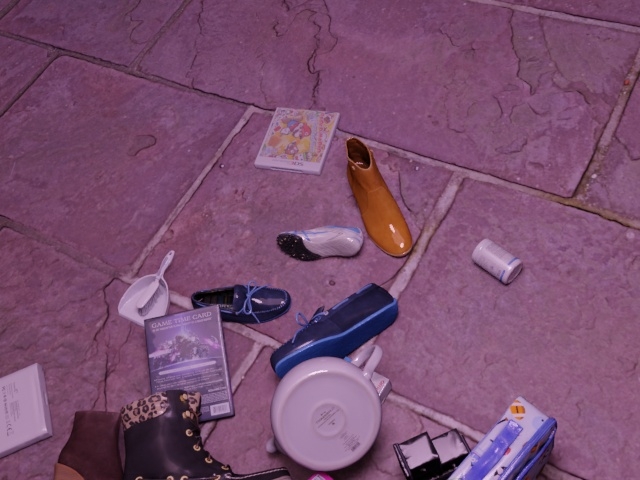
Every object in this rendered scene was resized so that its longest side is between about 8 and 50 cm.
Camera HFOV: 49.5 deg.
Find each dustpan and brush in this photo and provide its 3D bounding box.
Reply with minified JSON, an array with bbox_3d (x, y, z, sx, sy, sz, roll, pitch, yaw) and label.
[{"bbox_3d":[-0.445,0.124,1.865,0.147,0.060,0.211,20,65,23],"label":"dustpan and brush"}]

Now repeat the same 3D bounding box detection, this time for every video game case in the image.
[{"bbox_3d":[-0.323,0.308,1.698,0.196,0.026,0.274,-12,72,5],"label":"video game case"},{"bbox_3d":[-0.068,-0.300,2.071,0.206,0.026,0.227,9,60,18],"label":"video game case"}]

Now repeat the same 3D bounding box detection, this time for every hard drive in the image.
[{"bbox_3d":[-0.841,0.461,1.753,0.308,0.040,0.203,-23,56,-2],"label":"hard drive"}]

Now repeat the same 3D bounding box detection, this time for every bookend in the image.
[{"bbox_3d":[0.242,0.447,1.445,0.157,0.156,0.072,-23,56,-3],"label":"bookend"}]

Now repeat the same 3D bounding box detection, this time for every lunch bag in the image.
[{"bbox_3d":[0.341,0.461,1.360,0.115,0.243,0.303,35,70,29],"label":"lunch bag"}]

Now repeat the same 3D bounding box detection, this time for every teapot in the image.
[{"bbox_3d":[0.011,0.356,1.503,0.256,0.187,0.252,0,94,-5],"label":"teapot"}]

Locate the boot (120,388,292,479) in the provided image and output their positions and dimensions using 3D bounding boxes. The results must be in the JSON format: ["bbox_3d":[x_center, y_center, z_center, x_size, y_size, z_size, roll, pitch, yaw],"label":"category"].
[{"bbox_3d":[-0.267,0.472,1.537,0.378,0.138,0.284,-12,56,-5],"label":"boot"}]

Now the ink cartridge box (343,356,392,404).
[{"bbox_3d":[0.091,0.339,1.610,0.122,0.052,0.088,24,67,24],"label":"ink cartridge box"}]

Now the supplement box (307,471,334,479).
[{"bbox_3d":[-0.037,0.586,1.393,0.114,0.111,0.220,32,39,29],"label":"supplement box"}]

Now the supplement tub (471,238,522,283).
[{"bbox_3d":[0.434,0.051,1.705,0.071,0.071,0.107,-42,59,-14],"label":"supplement tub"}]

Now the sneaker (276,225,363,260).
[{"bbox_3d":[0.000,0.000,1.840,0.237,0.085,0.086,0,32,17],"label":"sneaker"}]

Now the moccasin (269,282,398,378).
[{"bbox_3d":[0.025,0.218,1.675,0.342,0.137,0.117,-24,50,-20],"label":"moccasin"}]

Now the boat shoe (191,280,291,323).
[{"bbox_3d":[-0.207,0.162,1.769,0.258,0.089,0.109,-10,56,7],"label":"boat shoe"}]

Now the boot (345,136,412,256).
[{"bbox_3d":[0.139,-0.114,1.793,0.104,0.211,0.295,-26,56,-3],"label":"boot"}]

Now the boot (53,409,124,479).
[{"bbox_3d":[-0.496,0.501,1.619,0.249,0.090,0.206,1,57,13],"label":"boot"}]
